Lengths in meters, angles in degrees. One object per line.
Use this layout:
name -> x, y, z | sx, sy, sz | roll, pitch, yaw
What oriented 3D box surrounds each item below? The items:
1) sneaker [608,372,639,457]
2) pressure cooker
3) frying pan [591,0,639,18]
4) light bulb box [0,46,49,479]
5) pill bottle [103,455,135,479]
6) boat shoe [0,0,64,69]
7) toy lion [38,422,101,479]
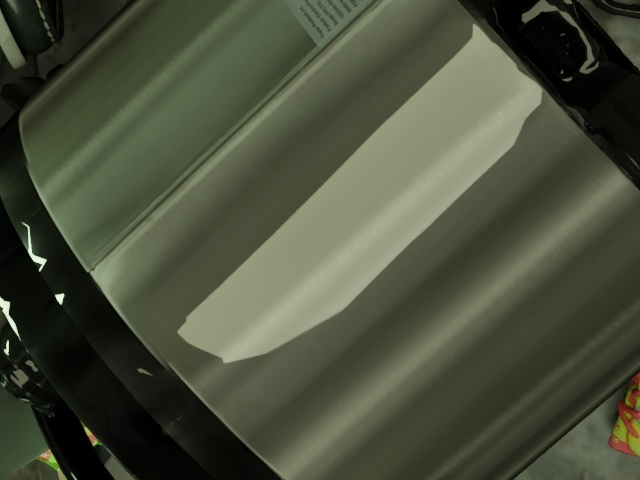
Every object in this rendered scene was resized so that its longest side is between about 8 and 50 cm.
sneaker -> 0.233, 0.108, 1.188 | 0.094, 0.081, 0.208 | -18, 97, 13
pressure cooker -> -0.004, -0.003, 1.044 | 0.420, 0.370, 0.375 | -43, 103, 10
frying pan -> 0.358, -0.124, 1.143 | 0.326, 0.053, 0.197 | -17, 97, 10
light bulb box -> -0.385, -0.010, 1.167 | 0.361, 0.225, 0.358 | -2, 93, 9
pill bottle -> -0.015, 0.284, 1.189 | 0.361, 0.204, 0.204 | 35, 102, 1
boat shoe -> -0.188, -0.246, 1.115 | 0.091, 0.114, 0.302 | -14, 65, -1
toy lion -> -0.189, 0.124, 1.277 | 0.100, 0.034, 0.096 | 15, 94, 6
